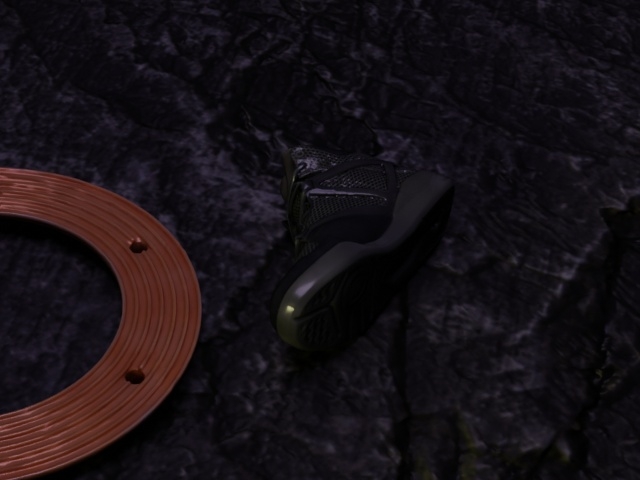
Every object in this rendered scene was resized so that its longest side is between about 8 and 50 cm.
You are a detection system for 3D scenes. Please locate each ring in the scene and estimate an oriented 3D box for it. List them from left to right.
[{"bbox_3d":[-0.255,0.059,1.055,0.336,0.032,0.336,2,41,-2],"label":"ring"}]

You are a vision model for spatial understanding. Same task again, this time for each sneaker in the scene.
[{"bbox_3d":[0.000,0.000,1.106,0.130,0.087,0.227,21,40,21],"label":"sneaker"}]
